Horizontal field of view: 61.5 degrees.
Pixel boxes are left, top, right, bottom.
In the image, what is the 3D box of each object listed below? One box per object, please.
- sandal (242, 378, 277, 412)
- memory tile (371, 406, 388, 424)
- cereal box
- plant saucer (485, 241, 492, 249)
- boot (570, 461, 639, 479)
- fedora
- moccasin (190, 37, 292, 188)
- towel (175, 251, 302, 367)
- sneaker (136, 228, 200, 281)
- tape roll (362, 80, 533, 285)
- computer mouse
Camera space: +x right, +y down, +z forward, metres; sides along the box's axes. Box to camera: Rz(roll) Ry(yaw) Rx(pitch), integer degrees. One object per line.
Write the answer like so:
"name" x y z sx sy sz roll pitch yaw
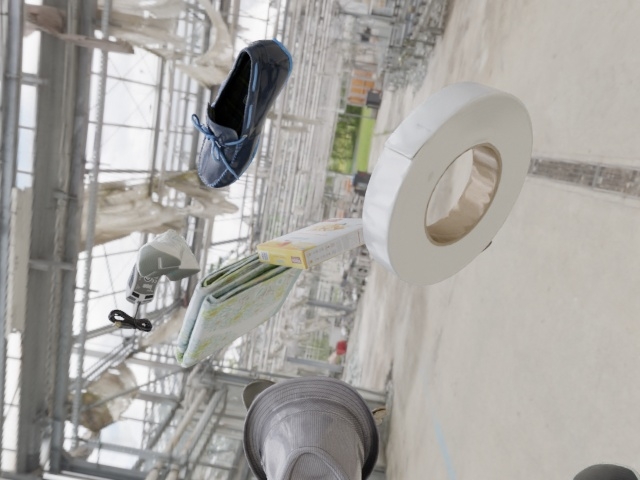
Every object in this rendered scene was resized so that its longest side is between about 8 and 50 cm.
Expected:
"sandal" -0.076 0.354 1.005 0.219 0.090 0.060 60 174 25
"memory tile" 0.062 0.385 1.123 0.113 0.148 0.012 111 149 -43
"cereal box" 0.000 0.000 1.229 0.240 0.173 0.047 -23 -73 -38
"plant saucer" 0.337 0.029 1.318 0.168 0.169 0.029 96 151 -68
"boot" 0.449 0.407 0.709 0.176 0.088 0.244 58 172 -1
"fedora" -0.014 0.382 0.920 0.124 0.244 0.275 -96 3 -67
"moccasin" -0.182 -0.244 1.047 0.117 0.138 0.342 -26 -29 -51
"towel" -0.217 0.165 1.425 0.321 0.090 0.374 -25 -23 -37
"sneaker" -0.204 0.016 0.699 0.152 0.054 0.061 72 177 -81
"tape roll" 0.243 -0.095 0.999 0.072 0.392 0.391 39 131 41
"computer mouse" -0.401 0.108 1.207 0.042 0.106 0.192 21 92 50
